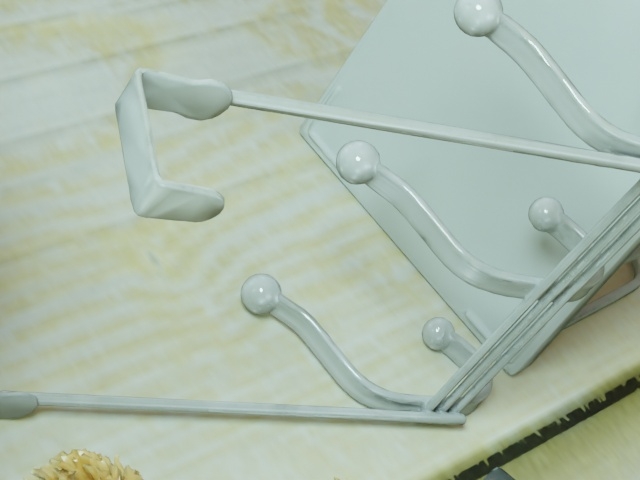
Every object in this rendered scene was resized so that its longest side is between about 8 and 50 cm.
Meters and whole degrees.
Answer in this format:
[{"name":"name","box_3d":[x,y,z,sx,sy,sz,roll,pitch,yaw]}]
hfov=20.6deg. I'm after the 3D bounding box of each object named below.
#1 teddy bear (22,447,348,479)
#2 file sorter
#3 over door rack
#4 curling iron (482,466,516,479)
[{"name":"teddy bear","box_3d":[0.027,0.177,0.712,0.338,0.113,0.245,29,8,2]},{"name":"file sorter","box_3d":[0.163,-0.102,0.980,0.173,0.278,0.193,-20,64,-48]},{"name":"over door rack","box_3d":[0.000,0.000,0.799,0.324,0.239,0.108,-5,56,-37]},{"name":"curling iron","box_3d":[0.177,0.214,0.866,0.068,0.035,0.274,-25,67,-45]}]
